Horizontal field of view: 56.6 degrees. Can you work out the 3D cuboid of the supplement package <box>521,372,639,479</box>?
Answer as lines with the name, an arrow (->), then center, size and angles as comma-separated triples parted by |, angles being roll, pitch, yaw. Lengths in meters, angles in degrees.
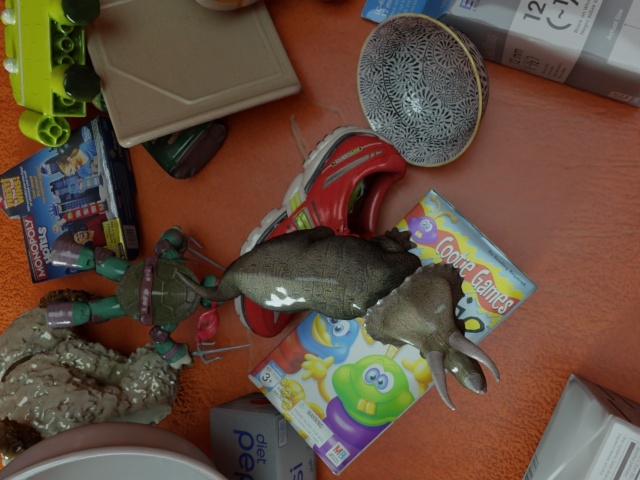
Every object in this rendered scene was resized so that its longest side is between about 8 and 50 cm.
supplement package -> 0.277, 0.294, 0.579 | 0.145, 0.204, 0.261 | 25, 94, 13

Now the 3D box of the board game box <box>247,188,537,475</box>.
board game box -> 0.079, 0.094, 0.659 | 0.275, 0.144, 0.142 | -46, 79, 8

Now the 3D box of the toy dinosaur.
toy dinosaur -> 0.006, 0.030, 0.524 | 0.314, 0.160, 0.120 | 16, 90, 15

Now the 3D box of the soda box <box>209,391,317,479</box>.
soda box -> -0.065, 0.334, 0.706 | 0.098, 0.091, 0.286 | -2, 89, 29

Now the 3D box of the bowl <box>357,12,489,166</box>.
bowl -> 0.129, -0.176, 0.670 | 0.080, 0.170, 0.170 | -32, 80, -34

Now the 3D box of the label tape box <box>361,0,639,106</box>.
label tape box -> 0.240, -0.325, 0.646 | 0.348, 0.115, 0.249 | 22, 94, 11

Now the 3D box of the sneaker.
sneaker -> 0.000, 0.000, 0.681 | 0.118, 0.107, 0.279 | 35, 98, 37

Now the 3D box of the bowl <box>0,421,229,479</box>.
bowl -> -0.228, 0.300, 0.629 | 0.298, 0.134, 0.297 | -6, 112, -16

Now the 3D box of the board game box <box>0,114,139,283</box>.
board game box -> -0.348, -0.047, 0.803 | 0.194, 0.060, 0.194 | -13, 87, 14

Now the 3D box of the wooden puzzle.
wooden puzzle -> -0.163, -0.234, 0.725 | 0.221, 0.044, 0.238 | -20, 69, -10

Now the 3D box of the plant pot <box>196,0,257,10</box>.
plant pot -> -0.127, -0.374, 0.665 | 0.205, 0.205, 0.187 | -30, 77, 11

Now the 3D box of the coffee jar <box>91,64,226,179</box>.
coffee jar -> -0.216, -0.170, 0.764 | 0.184, 0.079, 0.096 | 41, 94, 11

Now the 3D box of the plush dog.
plush dog -> -0.346, 0.185, 0.750 | 0.262, 0.211, 0.225 | -51, 53, 6

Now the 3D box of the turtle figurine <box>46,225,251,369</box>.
turtle figurine -> -0.194, 0.058, 0.705 | 0.234, 0.118, 0.175 | 6, 73, -4

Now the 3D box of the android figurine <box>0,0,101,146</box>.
android figurine -> -0.350, -0.248, 0.746 | 0.273, 0.056, 0.248 | 23, 114, 44
